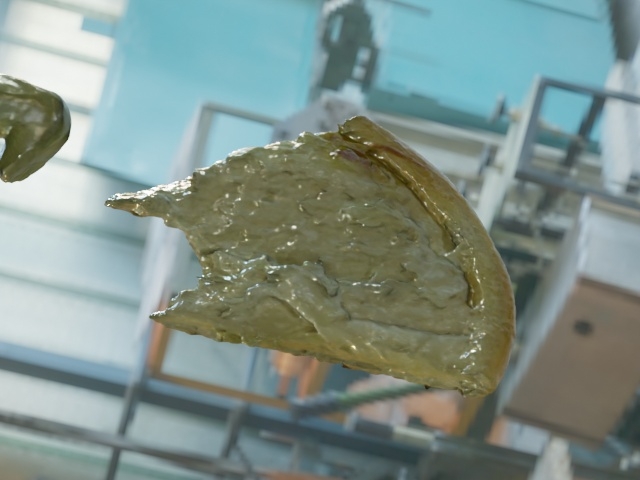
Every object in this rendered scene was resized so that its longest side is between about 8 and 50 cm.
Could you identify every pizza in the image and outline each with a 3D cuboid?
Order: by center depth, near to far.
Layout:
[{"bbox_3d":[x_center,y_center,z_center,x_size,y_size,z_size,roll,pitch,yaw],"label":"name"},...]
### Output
[{"bbox_3d":[0.000,0.000,0.954,0.034,0.262,0.181,-48,42,49],"label":"pizza"}]

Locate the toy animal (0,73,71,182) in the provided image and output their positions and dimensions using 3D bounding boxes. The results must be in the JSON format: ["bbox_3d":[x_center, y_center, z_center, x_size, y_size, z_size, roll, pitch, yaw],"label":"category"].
[{"bbox_3d":[-0.210,-0.009,0.610,0.218,0.101,0.103,-41,-2,12],"label":"toy animal"}]
